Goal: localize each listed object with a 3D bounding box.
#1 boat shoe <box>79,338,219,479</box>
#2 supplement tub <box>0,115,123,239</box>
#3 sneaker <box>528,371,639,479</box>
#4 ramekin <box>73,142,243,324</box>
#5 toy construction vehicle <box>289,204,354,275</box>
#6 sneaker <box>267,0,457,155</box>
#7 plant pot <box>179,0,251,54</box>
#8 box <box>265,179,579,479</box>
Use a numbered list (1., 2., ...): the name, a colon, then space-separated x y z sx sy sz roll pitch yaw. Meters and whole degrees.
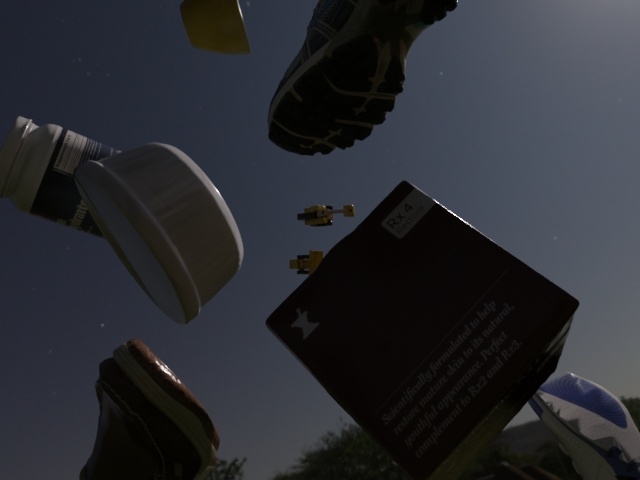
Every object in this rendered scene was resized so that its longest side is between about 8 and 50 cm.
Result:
1. boat shoe: -0.140 0.173 0.420 0.095 0.095 0.257 -41 -25 -29
2. supplement tub: -0.509 -0.122 1.096 0.272 0.191 0.191 22 -46 -27
3. sneaker: 0.417 0.353 0.750 0.128 0.315 0.182 -7 -60 -28
4. ramekin: -0.229 -0.019 0.779 0.127 0.273 0.273 -37 -22 -26
5. toy construction vehicle: 0.000 0.000 0.623 0.098 0.085 0.035 -1 -5 43
6. sneaker: 0.039 -0.210 0.535 0.110 0.122 0.283 21 -56 -35
7. plant pot: -0.180 -0.372 0.888 0.095 0.134 0.134 -15 -30 -3
8. box: 0.093 0.094 0.466 0.168 0.167 0.203 -45 -30 -6
